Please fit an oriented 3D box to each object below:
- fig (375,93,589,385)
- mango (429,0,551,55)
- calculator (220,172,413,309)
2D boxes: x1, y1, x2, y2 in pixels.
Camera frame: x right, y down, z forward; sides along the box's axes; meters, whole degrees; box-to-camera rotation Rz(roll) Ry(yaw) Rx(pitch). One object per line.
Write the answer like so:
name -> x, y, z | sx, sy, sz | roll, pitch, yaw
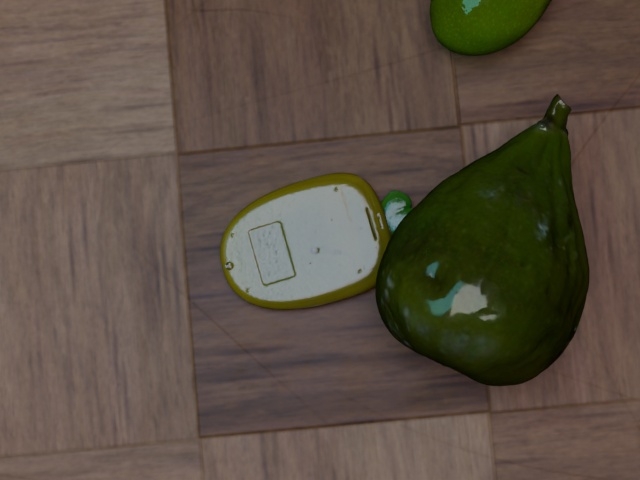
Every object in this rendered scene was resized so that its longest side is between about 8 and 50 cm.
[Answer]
fig -> 0.211, 0.019, 1.688 | 0.314, 0.233, 0.233 | -38, 83, -6
mango -> 0.200, -0.355, 1.776 | 0.175, 0.143, 0.293 | 8, 93, 6
calculator -> 0.000, 0.000, 1.794 | 0.235, 0.032, 0.146 | -17, 83, 3
